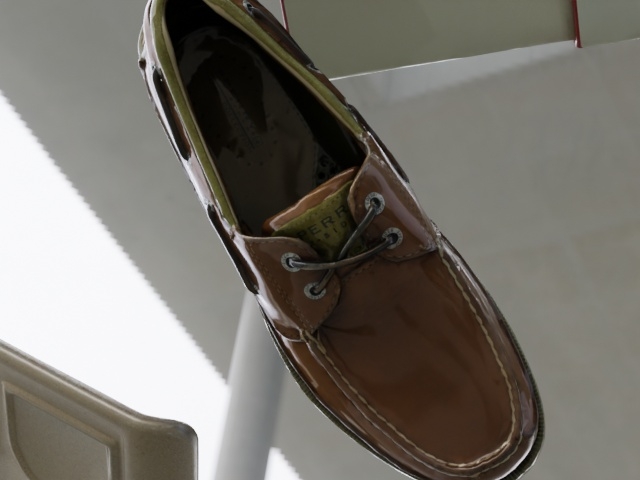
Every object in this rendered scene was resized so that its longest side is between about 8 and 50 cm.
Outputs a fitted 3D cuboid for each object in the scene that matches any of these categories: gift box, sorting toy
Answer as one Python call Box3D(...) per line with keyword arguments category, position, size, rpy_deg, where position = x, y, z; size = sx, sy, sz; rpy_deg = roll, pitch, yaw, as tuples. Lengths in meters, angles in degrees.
Box3D(category="gift box", position=(0.087, -0.273, 1.106), size=(0.258, 0.276, 0.255), rpy_deg=(-8, -58, 3))
Box3D(category="sorting toy", position=(-0.167, 0.167, 0.970), size=(0.229, 0.041, 0.307), rpy_deg=(21, -48, 21))

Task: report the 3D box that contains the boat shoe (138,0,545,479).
Box3D(category="boat shoe", position=(0.000, 0.000, 0.865), size=(0.111, 0.307, 0.104), rpy_deg=(-38, -13, -2))
